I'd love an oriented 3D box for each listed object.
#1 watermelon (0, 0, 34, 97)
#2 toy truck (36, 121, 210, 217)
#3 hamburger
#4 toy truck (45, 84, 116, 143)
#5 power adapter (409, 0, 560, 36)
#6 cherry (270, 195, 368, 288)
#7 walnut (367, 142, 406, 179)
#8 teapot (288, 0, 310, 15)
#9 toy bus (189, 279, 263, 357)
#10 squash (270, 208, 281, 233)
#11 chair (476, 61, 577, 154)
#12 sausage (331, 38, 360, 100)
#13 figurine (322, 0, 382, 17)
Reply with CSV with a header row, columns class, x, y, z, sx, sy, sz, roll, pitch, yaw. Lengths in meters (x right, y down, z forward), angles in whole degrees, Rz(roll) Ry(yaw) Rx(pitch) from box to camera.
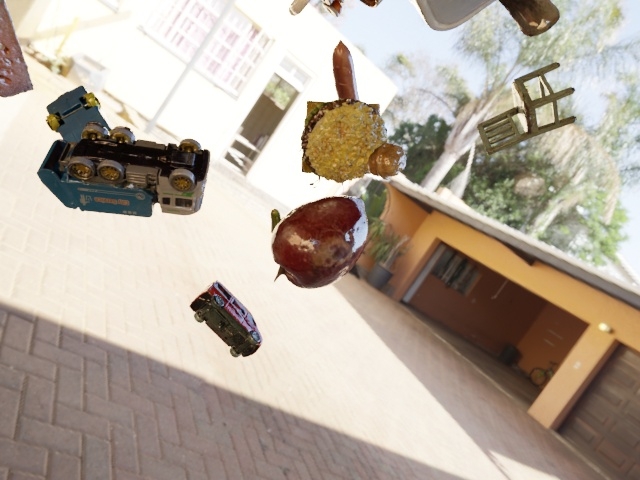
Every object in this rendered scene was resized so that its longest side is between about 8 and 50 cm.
class,x,y,z,sx,sy,sz,roll,pitch,yaw
watermelon,-0.799,-0.461,1.182,0.139,0.193,0.257,35,-27,36
toy truck,-0.449,-0.158,1.170,0.367,0.175,0.146,7,49,-8
hamburger,0.060,-0.245,1.293,0.243,0.262,0.139,-4,38,-10
toy truck,-0.641,-0.275,1.415,0.385,0.161,0.162,50,-10,28
power adapter,0.105,-0.233,0.354,0.130,0.125,0.205,29,34,-58
cherry,0.000,0.000,1.214,0.203,0.300,0.230,46,-11,24
walnut,0.151,-0.178,1.125,0.079,0.096,0.083,4,-55,35
teapot,0.023,-0.653,1.154,0.204,0.298,0.139,42,-18,-25
toy bus,-0.220,0.193,1.210,0.195,0.081,0.089,47,24,-9
squash,-0.112,-0.049,1.244,0.027,0.027,0.083,36,-31,20
chair,0.607,-0.395,1.499,0.147,0.270,0.136,48,30,-49
sausage,0.103,-0.508,1.786,0.088,0.088,0.433,38,-23,39
figurine,0.097,-0.487,0.807,0.143,0.271,0.143,30,-1,0
